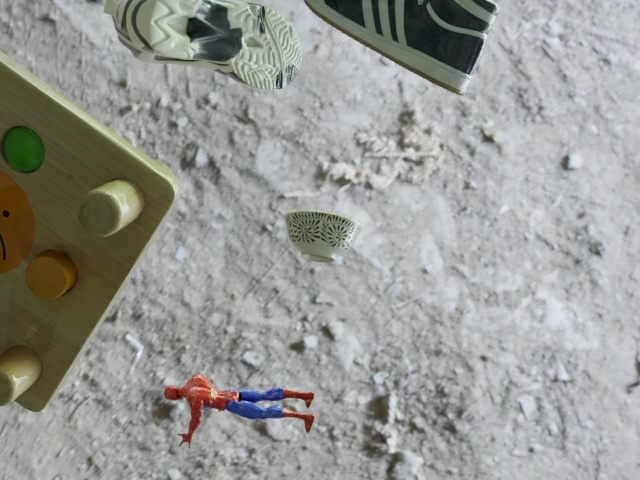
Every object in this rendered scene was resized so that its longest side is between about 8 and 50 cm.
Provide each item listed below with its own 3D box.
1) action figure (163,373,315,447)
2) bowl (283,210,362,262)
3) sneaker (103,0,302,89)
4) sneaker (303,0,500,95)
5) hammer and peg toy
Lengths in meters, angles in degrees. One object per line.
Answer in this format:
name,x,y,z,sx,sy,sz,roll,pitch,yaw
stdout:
action figure,-0.163,0.328,1.802,0.280,0.139,0.092,12,40,-11
bowl,0.000,0.000,2.009,0.170,0.170,0.080,14,76,-19
sneaker,-0.143,-0.239,1.093,0.234,0.153,0.094,-2,111,-44
sneaker,0.116,-0.329,1.311,0.282,0.153,0.099,34,19,22
hammer and peg toy,-0.324,-0.045,0.798,0.361,0.266,0.127,34,19,0
